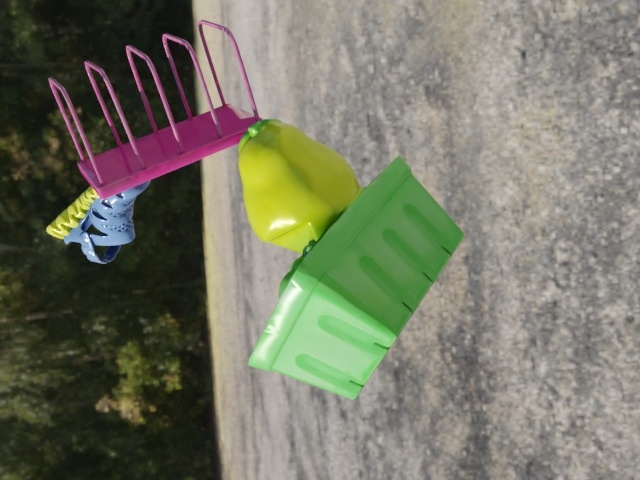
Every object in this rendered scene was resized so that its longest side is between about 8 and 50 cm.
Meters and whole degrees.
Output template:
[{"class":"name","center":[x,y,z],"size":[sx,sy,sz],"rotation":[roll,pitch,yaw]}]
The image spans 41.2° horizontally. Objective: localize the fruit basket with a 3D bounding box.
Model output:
[{"class":"fruit basket","center":[0.000,0.000,1.307],"size":[0.283,0.391,0.392],"rotation":[118,148,-41]}]

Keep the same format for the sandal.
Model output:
[{"class":"sandal","center":[-0.406,-0.052,1.653],"size":[0.138,0.126,0.317],"rotation":[49,139,-9]}]

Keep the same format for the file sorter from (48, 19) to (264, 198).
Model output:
[{"class":"file sorter","center":[-0.271,-0.225,1.388],"size":[0.202,0.290,0.182],"rotation":[35,146,60]}]
